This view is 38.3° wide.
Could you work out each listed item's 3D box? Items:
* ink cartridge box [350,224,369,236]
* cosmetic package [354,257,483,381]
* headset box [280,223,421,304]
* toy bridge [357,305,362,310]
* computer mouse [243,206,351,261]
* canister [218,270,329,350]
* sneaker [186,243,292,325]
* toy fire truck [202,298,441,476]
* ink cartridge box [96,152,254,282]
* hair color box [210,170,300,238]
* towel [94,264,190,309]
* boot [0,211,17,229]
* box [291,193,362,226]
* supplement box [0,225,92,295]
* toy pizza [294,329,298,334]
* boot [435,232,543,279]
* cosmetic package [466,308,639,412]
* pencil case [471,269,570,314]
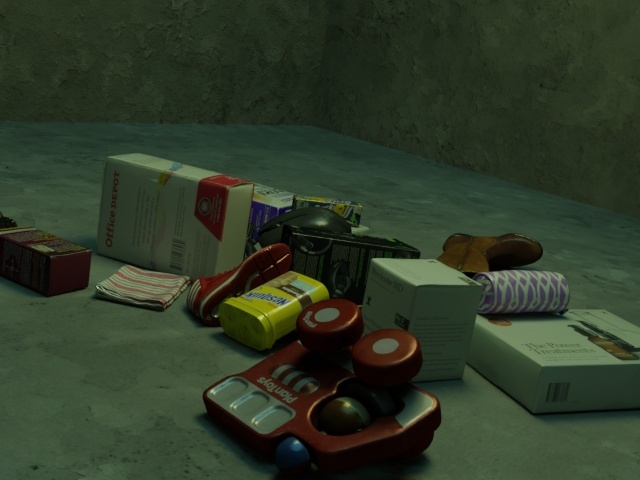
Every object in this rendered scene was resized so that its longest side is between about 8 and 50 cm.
[{"bbox_3d":[0.000,0.000,2.271,0.153,0.086,0.208,20,18,35],"label":"ink cartridge box"},{"bbox_3d":[0.174,0.140,1.658,0.151,0.183,0.151,1,16,-30],"label":"cosmetic package"},{"bbox_3d":[0.060,0.055,1.942,0.283,0.131,0.246,8,4,-7],"label":"headset box"},{"bbox_3d":[0.091,0.143,1.770,0.188,0.026,0.063,5,13,-15],"label":"toy bridge"},{"bbox_3d":[-0.065,-0.021,2.111,0.272,0.072,0.188,-10,35,-1],"label":"computer mouse"},{"bbox_3d":[-0.082,0.124,1.689,0.126,0.073,0.170,19,33,40],"label":"canister"},{"bbox_3d":[-0.169,0.067,1.781,0.221,0.087,0.128,-35,31,-25],"label":"sneaker"},{"bbox_3d":[0.007,0.233,1.311,0.254,0.169,0.302,-29,33,-29],"label":"toy fire truck"},{"bbox_3d":[-0.314,-0.050,1.989,0.306,0.226,0.131,16,16,23],"label":"ink cartridge box"},{"bbox_3d":[-0.211,-0.093,2.459,0.339,0.110,0.185,15,16,26],"label":"hair color box"},{"bbox_3d":[-0.350,0.087,1.836,0.144,0.029,0.197,11,15,5],"label":"towel"},{"bbox_3d":[-0.783,-0.035,1.965,0.247,0.083,0.161,6,7,-36],"label":"boot"},{"bbox_3d":[0.015,-0.075,2.283,0.169,0.054,0.059,7,14,-10],"label":"box"},{"bbox_3d":[-0.549,0.037,1.796,0.188,0.080,0.104,18,16,31],"label":"supplement box"},{"bbox_3d":[0.008,0.158,1.784,0.201,0.032,0.201,8,15,-2],"label":"toy pizza"},{"bbox_3d":[0.434,0.044,2.366,0.264,0.096,0.280,13,16,11],"label":"boot"},{"bbox_3d":[0.476,0.217,1.740,0.377,0.097,0.284,2,13,-25],"label":"cosmetic package"},{"bbox_3d":[0.385,0.101,1.787,0.206,0.086,0.088,4,-23,-28],"label":"pencil case"}]
